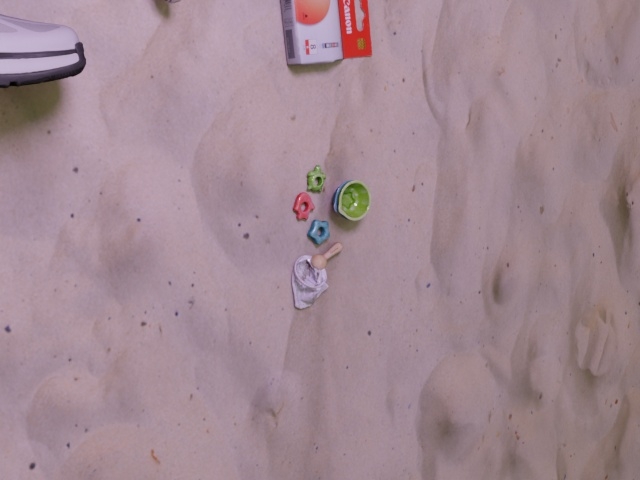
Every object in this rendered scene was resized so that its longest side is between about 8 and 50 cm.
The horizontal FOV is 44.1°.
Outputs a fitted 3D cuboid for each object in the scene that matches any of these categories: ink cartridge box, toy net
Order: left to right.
[{"bbox_3d":[0.000,0.000,1.304,0.122,0.045,0.232,24,82,-37],"label":"toy net"},{"bbox_3d":[0.020,-0.361,1.272,0.179,0.045,0.146,-14,105,-32],"label":"ink cartridge box"}]

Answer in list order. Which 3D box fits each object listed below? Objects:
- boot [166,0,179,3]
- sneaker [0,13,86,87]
[{"bbox_3d":[-0.251,-0.405,1.055,0.086,0.069,0.190,-22,101,-25],"label":"boot"},{"bbox_3d":[-0.471,-0.292,0.833,0.447,0.169,0.258,-5,101,-34],"label":"sneaker"}]
